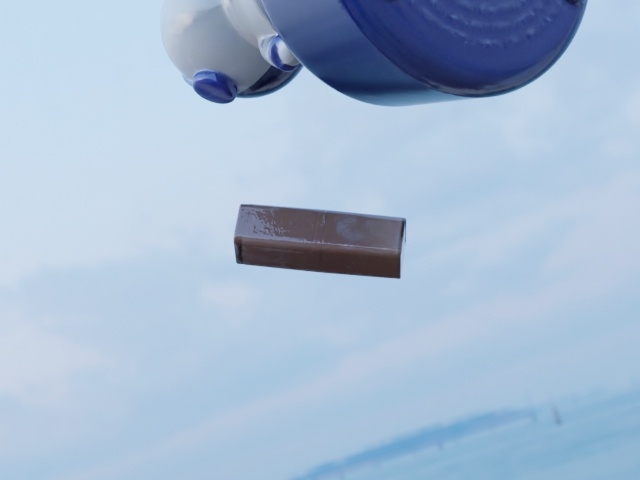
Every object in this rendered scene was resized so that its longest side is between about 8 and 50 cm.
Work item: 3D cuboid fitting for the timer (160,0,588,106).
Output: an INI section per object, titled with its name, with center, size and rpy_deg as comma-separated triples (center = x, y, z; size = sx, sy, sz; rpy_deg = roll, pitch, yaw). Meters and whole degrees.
[timer]
center = 0.003, -0.214, 1.439
size = 0.270, 0.270, 0.383
rpy_deg = -12, -2, -37

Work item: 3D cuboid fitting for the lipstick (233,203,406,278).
[lipstick]
center = 0.000, 0.000, 1.517
size = 0.145, 0.045, 0.045
rpy_deg = 5, -37, 5
